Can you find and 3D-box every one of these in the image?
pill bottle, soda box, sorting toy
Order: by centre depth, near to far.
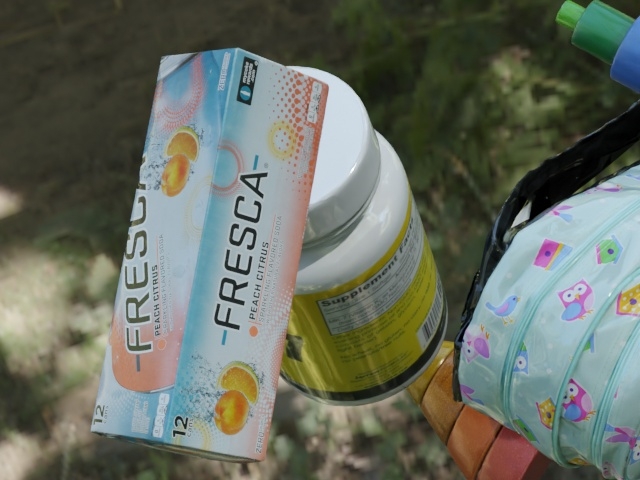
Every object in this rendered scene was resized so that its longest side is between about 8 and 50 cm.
[{"bbox_3d":[-0.050,0.007,0.811,0.058,0.063,0.183,0,76,47],"label":"soda box"},{"bbox_3d":[0.000,0.000,1.010,0.119,0.208,0.119,-7,57,11],"label":"pill bottle"},{"bbox_3d":[0.130,0.007,1.056,0.126,0.365,0.127,31,38,17],"label":"sorting toy"}]

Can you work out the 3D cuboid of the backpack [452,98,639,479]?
[{"bbox_3d":[0.143,0.028,0.781,0.115,0.152,0.182,25,31,36],"label":"backpack"}]
